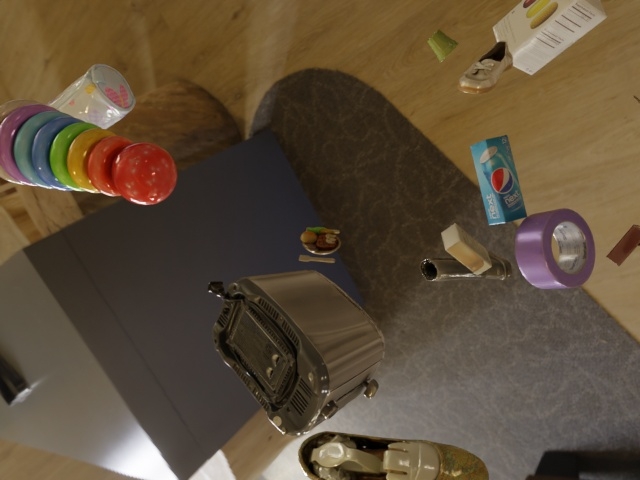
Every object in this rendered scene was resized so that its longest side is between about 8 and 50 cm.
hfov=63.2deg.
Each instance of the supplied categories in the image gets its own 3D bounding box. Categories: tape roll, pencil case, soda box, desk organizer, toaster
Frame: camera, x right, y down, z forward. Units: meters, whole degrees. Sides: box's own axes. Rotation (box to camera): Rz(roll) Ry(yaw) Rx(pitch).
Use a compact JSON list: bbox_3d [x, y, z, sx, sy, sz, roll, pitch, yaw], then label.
[{"bbox_3d":[0.562,0.021,1.246,0.188,0.189,0.080,60,152,-10],"label":"tape roll"},{"bbox_3d":[-0.546,-0.281,1.155,0.273,0.113,0.124,-23,146,21],"label":"pencil case"},{"bbox_3d":[0.442,-0.149,1.295,0.071,0.067,0.209,169,86,-74],"label":"soda box"},{"bbox_3d":[0.960,0.018,1.618,0.050,0.047,0.130,54,126,41],"label":"desk organizer"},{"bbox_3d":[-0.029,0.123,0.657,0.227,0.147,0.129,41,121,32],"label":"toaster"}]

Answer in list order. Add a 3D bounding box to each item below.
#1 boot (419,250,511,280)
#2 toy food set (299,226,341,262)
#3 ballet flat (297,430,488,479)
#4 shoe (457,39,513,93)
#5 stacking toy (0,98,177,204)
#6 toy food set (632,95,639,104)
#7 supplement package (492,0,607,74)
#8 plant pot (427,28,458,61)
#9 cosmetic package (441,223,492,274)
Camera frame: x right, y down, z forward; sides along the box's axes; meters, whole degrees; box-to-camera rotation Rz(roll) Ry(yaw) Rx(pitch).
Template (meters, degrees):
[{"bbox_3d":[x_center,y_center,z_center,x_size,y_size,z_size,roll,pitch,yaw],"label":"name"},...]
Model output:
[{"bbox_3d":[0.359,0.071,1.348,0.190,0.209,0.075,177,86,-81],"label":"boot"},{"bbox_3d":[0.000,0.000,1.682,0.133,0.192,0.038,4,124,4],"label":"toy food set"},{"bbox_3d":[0.107,0.396,0.913,0.349,0.123,0.123,-9,112,33],"label":"ballet flat"},{"bbox_3d":[0.351,-0.368,1.104,0.077,0.219,0.058,18,132,29],"label":"shoe"},{"bbox_3d":[-0.357,-0.122,0.790,0.331,0.141,0.141,17,128,27],"label":"stacking toy"},{"bbox_3d":[0.951,-0.397,1.471,0.019,0.122,0.077,109,152,-50],"label":"toy food set"},{"bbox_3d":[0.631,-0.608,1.449,0.244,0.134,0.138,-38,50,48],"label":"supplement package"},{"bbox_3d":[0.391,-0.638,1.689,0.079,0.083,0.083,43,138,-9],"label":"plant pot"},{"bbox_3d":[0.317,0.020,1.132,0.115,0.060,0.041,35,124,-26],"label":"cosmetic package"}]
